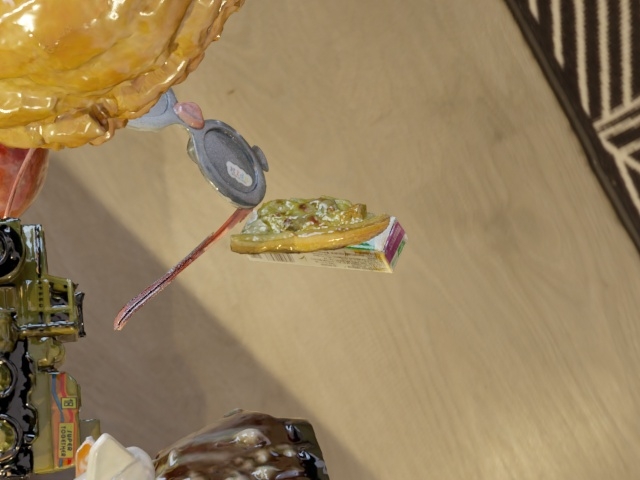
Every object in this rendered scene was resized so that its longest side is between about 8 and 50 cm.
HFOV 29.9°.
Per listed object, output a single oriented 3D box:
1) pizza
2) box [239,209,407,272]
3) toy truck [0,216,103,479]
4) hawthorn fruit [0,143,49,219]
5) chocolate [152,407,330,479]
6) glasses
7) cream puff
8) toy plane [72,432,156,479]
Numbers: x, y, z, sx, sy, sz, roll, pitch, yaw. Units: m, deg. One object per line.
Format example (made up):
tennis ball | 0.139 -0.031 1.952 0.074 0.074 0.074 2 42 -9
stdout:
pizza | -0.014 -0.019 1.182 0.160 0.099 0.035 -5 118 -11
box | 0.000 0.000 1.367 0.207 0.050 0.041 4 142 35
toy truck | -0.290 0.105 1.194 0.127 0.127 0.257 -9 79 -13
hawthorn fruit | -0.446 -0.132 1.541 0.263 0.235 0.231 -34 104 7
chocolate | -0.105 0.340 1.342 0.210 0.340 0.225 -2 124 -12
glasses | -0.214 -0.055 1.303 0.234 0.118 0.268 35 125 -20
cream puff | -0.184 -0.231 0.814 0.327 0.231 0.343 5 86 22
toy plane | -0.218 0.262 0.941 0.245 0.244 0.117 -12 147 12
